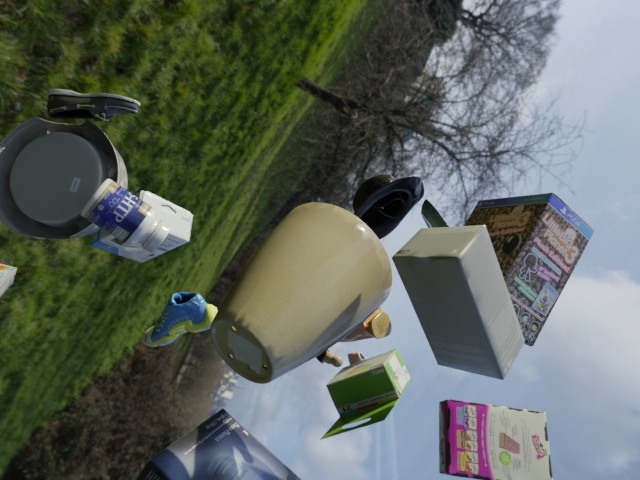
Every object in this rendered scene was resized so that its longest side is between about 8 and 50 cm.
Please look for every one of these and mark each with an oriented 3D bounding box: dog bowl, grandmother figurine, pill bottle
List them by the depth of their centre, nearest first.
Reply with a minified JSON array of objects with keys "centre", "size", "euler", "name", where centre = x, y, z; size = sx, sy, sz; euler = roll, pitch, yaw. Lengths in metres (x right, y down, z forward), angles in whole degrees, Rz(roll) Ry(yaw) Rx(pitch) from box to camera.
[{"centre":[0.003,0.206,1.004],"size":[0.343,0.104,0.207],"euler":[-18,-98,40],"name":"grandmother figurine"},{"centre":[-0.474,-0.055,1.026],"size":[0.112,0.187,0.112],"euler":[-40,-153,25],"name":"pill bottle"},{"centre":[-0.695,-0.162,1.126],"size":[0.102,0.349,0.348],"euler":[73,37,-83],"name":"dog bowl"}]

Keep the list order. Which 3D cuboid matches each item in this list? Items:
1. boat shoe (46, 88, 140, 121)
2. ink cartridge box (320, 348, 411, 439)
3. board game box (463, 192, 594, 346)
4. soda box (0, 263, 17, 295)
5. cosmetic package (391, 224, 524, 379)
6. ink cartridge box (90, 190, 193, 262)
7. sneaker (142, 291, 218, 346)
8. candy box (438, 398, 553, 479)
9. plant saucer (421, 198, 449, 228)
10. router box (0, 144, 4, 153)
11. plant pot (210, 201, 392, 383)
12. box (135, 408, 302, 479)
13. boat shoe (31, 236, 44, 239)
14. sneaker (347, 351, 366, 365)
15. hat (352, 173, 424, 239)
[{"centre":[-0.603,-0.352,1.110],"size":[0.081,0.228,0.068],"euler":[155,-63,-81],"name":"boat shoe"},{"centre":[0.107,0.390,1.073],"size":[0.189,0.096,0.255],"euler":[-28,172,24],"name":"ink cartridge box"},{"centre":[0.413,0.056,0.943],"size":[0.291,0.141,0.232],"euler":[-57,-165,-10],"name":"board game box"},{"centre":[-0.968,0.135,1.222],"size":[0.062,0.058,0.183],"euler":[-64,-159,14],"name":"soda box"},{"centre":[0.227,0.098,0.678],"size":[0.107,0.237,0.127],"euler":[-37,-157,-35],"name":"cosmetic package"},{"centre":[-0.673,-0.041,1.567],"size":[0.308,0.223,0.128],"euler":[-20,-122,31],"name":"ink cartridge box"},{"centre":[-0.404,0.204,1.140],"size":[0.091,0.240,0.126],"euler":[-91,158,-64],"name":"sneaker"},{"centre":[0.395,0.464,0.954],"size":[0.071,0.234,0.159],"euler":[96,2,-64],"name":"candy box"},{"centre":[0.425,0.003,1.403],"size":[0.044,0.317,0.317],"euler":[-32,-166,10],"name":"plant saucer"},{"centre":[-0.739,-0.194,0.853],"size":[0.092,0.122,0.038],"euler":[-39,-153,22],"name":"router box"},{"centre":[-0.048,0.104,0.723],"size":[0.274,0.257,0.256],"euler":[-41,163,-45],"name":"plant pot"},{"centre":[-0.221,0.574,0.911],"size":[0.182,0.294,0.296],"euler":[-55,166,8],"name":"box"},{"centre":[-1.023,-0.106,1.572],"size":[0.073,0.080,0.223],"euler":[-47,-152,47],"name":"boat shoe"},{"centre":[0.170,0.546,1.796],"size":[0.051,0.070,0.134],"euler":[8,62,-60],"name":"sneaker"},{"centre":[0.192,-0.135,1.438],"size":[0.332,0.134,0.331],"euler":[-27,153,-15],"name":"hat"}]
